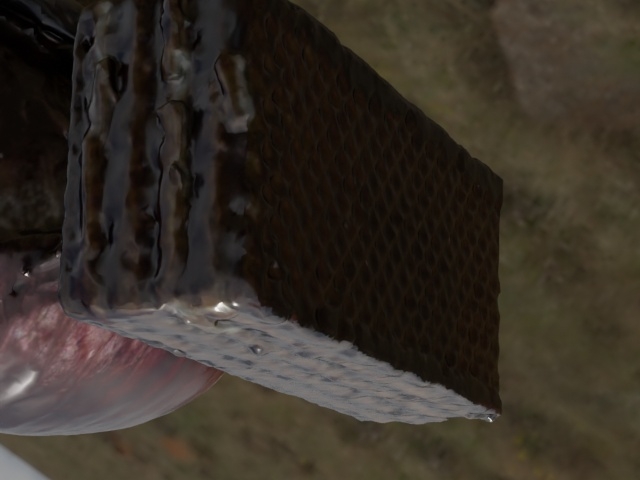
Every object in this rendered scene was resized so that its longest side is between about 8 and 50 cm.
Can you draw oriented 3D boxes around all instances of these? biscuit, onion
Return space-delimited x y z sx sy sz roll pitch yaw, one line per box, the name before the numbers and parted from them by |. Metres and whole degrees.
biscuit | 0.000 0.000 0.591 0.070 0.106 0.252 -5 164 24
onion | -0.168 -0.018 0.742 0.314 0.232 0.314 28 -173 -4
